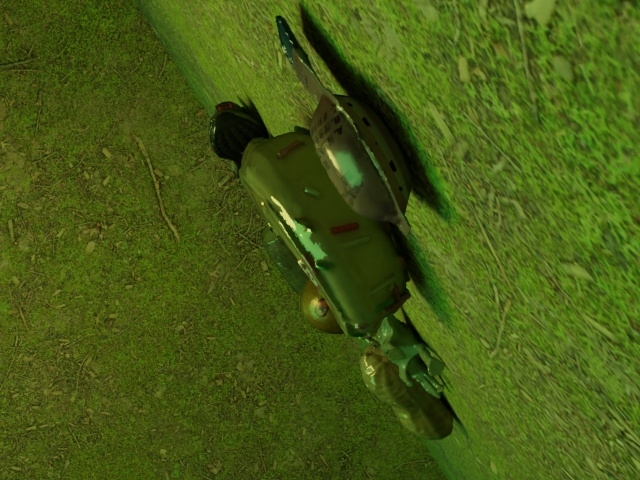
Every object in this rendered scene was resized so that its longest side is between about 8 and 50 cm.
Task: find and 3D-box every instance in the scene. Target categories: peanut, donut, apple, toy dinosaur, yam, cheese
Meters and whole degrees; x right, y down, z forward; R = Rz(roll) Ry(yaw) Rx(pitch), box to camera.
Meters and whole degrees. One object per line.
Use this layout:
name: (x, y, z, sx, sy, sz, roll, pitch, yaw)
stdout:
peanut: (0.215, 0.369, 1.946, 0.313, 0.149, 0.149, 56, 176, -24)
donut: (0.002, -0.031, 1.285, 0.371, 0.150, 0.307, 53, 174, 29)
apple: (0.039, 0.153, 1.997, 0.155, 0.182, 0.182, 34, 163, 33)
toy dinosaur: (0.165, 0.205, 1.666, 0.393, 0.092, 0.205, 55, 180, -13)
yam: (-0.066, 0.036, 2.367, 0.268, 0.161, 0.161, 56, 176, -28)
cheese: (0.024, -0.127, 0.911, 0.286, 0.074, 0.189, 59, 175, 11)

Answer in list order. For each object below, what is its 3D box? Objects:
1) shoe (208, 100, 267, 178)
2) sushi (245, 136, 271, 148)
shoe: (-0.213, -0.283, 1.985, 0.336, 0.132, 0.171, 63, -179, -74)
sushi: (-0.117, -0.171, 1.887, 0.150, 0.091, 0.078, 57, 171, 5)
